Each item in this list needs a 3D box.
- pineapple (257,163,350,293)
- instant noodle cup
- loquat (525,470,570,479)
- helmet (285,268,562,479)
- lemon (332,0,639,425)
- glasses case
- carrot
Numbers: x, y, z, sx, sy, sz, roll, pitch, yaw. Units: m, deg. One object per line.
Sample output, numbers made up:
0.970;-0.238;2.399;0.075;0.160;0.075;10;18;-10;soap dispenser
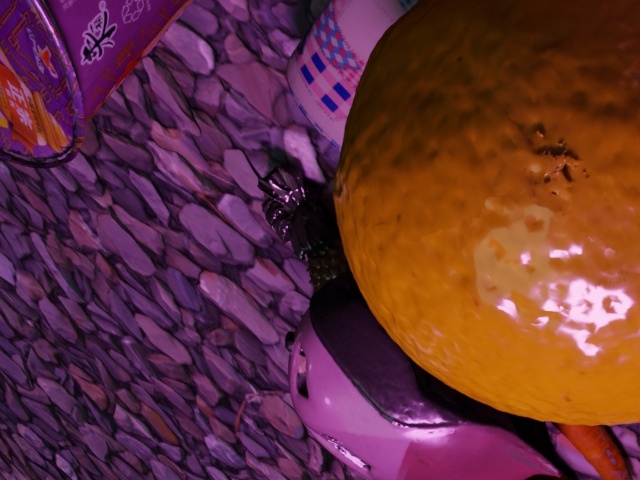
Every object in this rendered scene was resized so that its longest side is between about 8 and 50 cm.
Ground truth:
0.000;0.000;1.799;0.159;0.074;0.074;52;154;-1;pineapple
-0.217;-0.264;1.495;0.340;0.266;0.340;34;153;20;instant noodle cup
0.148;0.265;1.837;0.213;0.213;0.213;35;153;21;loquat
0.075;0.143;1.702;0.253;0.154;0.198;48;-169;-16;helmet
0.165;-0.038;1.211;0.336;0.336;0.336;35;153;21;lemon
0.060;-0.146;1.476;0.125;0.076;0.327;43;154;-1;glasses case
0.205;0.134;1.706;0.256;0.061;0.061;46;155;-16;carrot
